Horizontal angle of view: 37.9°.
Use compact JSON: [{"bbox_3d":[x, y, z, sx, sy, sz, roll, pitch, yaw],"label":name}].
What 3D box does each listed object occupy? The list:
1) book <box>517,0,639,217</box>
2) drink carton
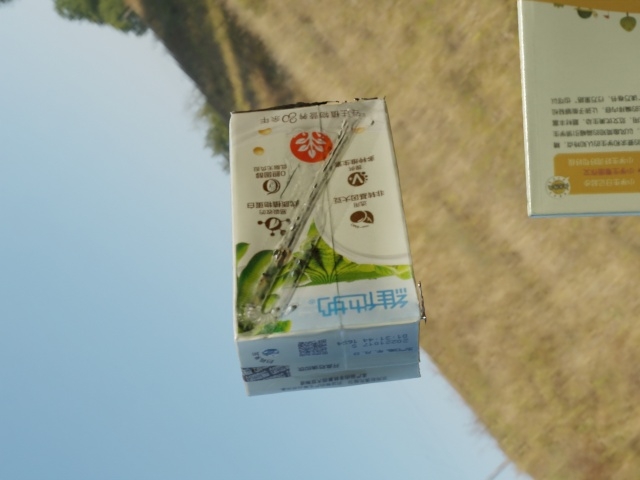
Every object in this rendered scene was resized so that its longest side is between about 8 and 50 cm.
[{"bbox_3d":[0.288,-0.168,0.854,0.020,0.207,0.296,66,-157,-78],"label":"book"},{"bbox_3d":[0.000,-0.001,1.047,0.132,0.194,0.325,82,-178,-51],"label":"drink carton"}]
